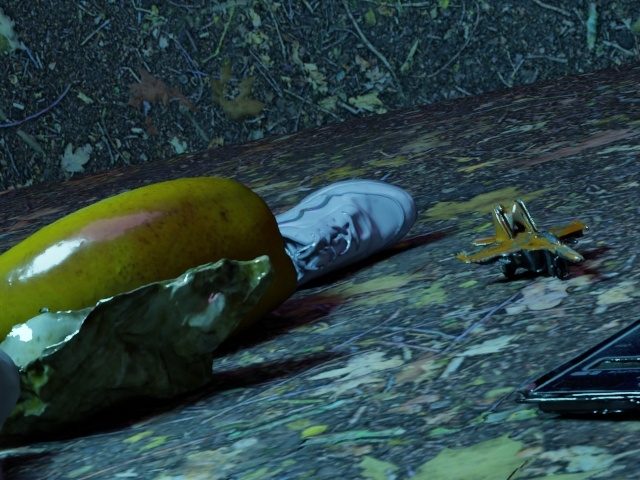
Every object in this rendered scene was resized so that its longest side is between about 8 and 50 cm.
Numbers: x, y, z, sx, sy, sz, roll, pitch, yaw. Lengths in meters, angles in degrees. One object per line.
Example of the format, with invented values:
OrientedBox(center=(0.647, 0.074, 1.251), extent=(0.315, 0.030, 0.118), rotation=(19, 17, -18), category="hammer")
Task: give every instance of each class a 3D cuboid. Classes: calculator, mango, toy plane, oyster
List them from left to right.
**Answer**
OrientedBox(center=(-0.197, 0.105, 1.402), extent=(0.341, 0.110, 0.166), rotation=(-18, 5, -5), category="oyster")
OrientedBox(center=(-0.207, 0.039, 1.570), extent=(0.350, 0.199, 0.201), rotation=(-15, 46, -18), category="mango")
OrientedBox(center=(0.213, 0.011, 1.496), extent=(0.135, 0.062, 0.188), rotation=(-17, 24, -14), category="toy plane")
OrientedBox(center=(0.277, 0.069, 1.122), extent=(0.165, 0.028, 0.274), rotation=(-5, 14, 45), category="calculator")

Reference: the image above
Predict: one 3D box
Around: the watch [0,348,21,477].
OrientedBox(center=(-0.381, 0.146, 1.242), extent=(0.248, 0.211, 0.217), rotation=(-5, 19, 6), category="watch")

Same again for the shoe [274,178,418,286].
OrientedBox(center=(0.000, 0.000, 1.773), extent=(0.245, 0.095, 0.137), rotation=(-19, 13, -5), category="shoe")
